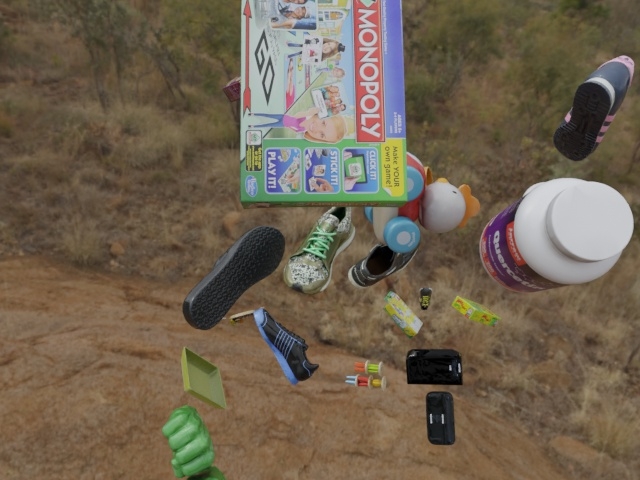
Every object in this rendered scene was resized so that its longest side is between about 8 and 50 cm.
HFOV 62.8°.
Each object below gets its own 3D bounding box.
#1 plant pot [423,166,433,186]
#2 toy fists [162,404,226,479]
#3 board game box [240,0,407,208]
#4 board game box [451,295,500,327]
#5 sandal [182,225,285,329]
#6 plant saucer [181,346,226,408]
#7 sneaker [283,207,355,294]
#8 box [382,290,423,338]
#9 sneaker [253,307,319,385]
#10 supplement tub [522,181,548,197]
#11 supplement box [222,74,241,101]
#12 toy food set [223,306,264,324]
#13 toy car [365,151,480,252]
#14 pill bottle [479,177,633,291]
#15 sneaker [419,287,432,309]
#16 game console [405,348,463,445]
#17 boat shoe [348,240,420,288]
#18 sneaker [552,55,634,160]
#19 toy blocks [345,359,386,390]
[{"bbox_3d":[0.345,-0.183,2.089,0.187,0.205,0.205,-3,27,21],"label":"plant pot"},{"bbox_3d":[-0.256,0.489,1.112,0.096,0.279,0.142,-20,2,-21],"label":"toy fists"},{"bbox_3d":[0.003,-0.203,0.694,0.213,0.318,0.046,-1,-7,-2],"label":"board game box"},{"bbox_3d":[0.570,0.261,1.917,0.181,0.043,0.092,21,14,-40],"label":"board game box"},{"bbox_3d":[-0.279,0.095,1.659,0.107,0.168,0.446,3,36,41],"label":"sandal"},{"bbox_3d":[-0.411,0.482,1.801,0.045,0.188,0.188,-37,40,7],"label":"plant saucer"},{"bbox_3d":[0.000,0.000,1.685,0.158,0.182,0.410,19,43,11],"label":"sneaker"},{"bbox_3d":[0.311,0.283,2.025,0.179,0.043,0.105,50,28,5],"label":"box"},{"bbox_3d":[-0.093,0.275,1.433,0.090,0.232,0.081,-32,-6,0],"label":"sneaker"},{"bbox_3d":[0.612,-0.047,1.452,0.144,0.200,0.144,-2,55,3],"label":"supplement tub"},{"bbox_3d":[-0.198,-0.388,1.320,0.083,0.043,0.055,-3,43,45],"label":"supplement box"},{"bbox_3d":[-0.327,0.329,2.236,0.192,0.039,0.132,-14,-9,-11],"label":"toy food set"},{"bbox_3d":[0.237,-0.094,1.160,0.237,0.210,0.219,-2,19,-8],"label":"toy car"},{"bbox_3d":[0.418,-0.004,0.958,0.181,0.182,0.323,11,-9,4],"label":"pill bottle"},{"bbox_3d":[0.259,0.144,1.287,0.031,0.083,0.035,-3,57,8],"label":"sneaker"},{"bbox_3d":[0.441,0.599,2.012,0.213,0.362,0.044,-4,-6,20],"label":"game console"},{"bbox_3d":[0.170,0.035,1.257,0.233,0.079,0.084,-33,76,-33],"label":"boat shoe"},{"bbox_3d":[0.666,-0.308,1.268,0.131,0.319,0.112,-44,71,-8],"label":"sneaker"},{"bbox_3d":[0.158,0.489,1.912,0.148,0.123,0.054,-1,28,23],"label":"toy blocks"}]
